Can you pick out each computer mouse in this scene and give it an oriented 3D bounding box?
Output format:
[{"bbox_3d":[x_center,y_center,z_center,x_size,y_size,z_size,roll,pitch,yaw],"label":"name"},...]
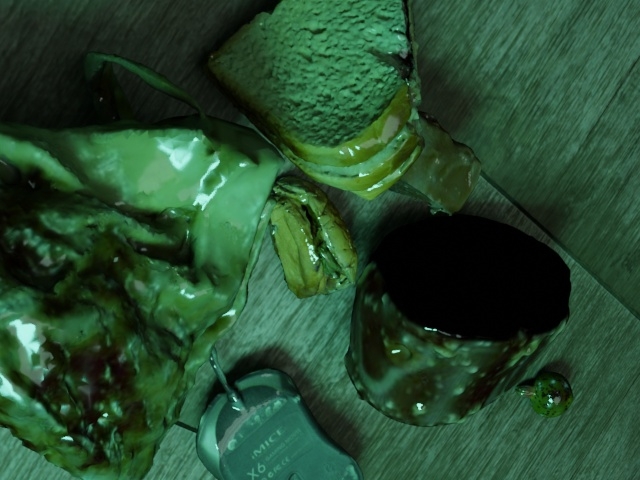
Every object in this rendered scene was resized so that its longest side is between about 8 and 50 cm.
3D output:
[{"bbox_3d":[-0.071,0.262,1.221,0.167,0.090,0.379,-38,119,-21],"label":"computer mouse"}]

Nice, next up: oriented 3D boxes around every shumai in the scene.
[{"bbox_3d":[-0.197,0.001,0.866,0.348,0.395,0.395,-39,125,-11],"label":"shumai"}]

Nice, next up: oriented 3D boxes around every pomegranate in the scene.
[{"bbox_3d":[0.359,0.240,1.498,0.084,0.073,0.073,35,89,-22],"label":"pomegranate"}]

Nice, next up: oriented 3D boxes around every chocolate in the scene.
[{"bbox_3d":[0.081,-0.120,1.124,0.214,0.148,0.093,34,84,-40],"label":"chocolate"},{"bbox_3d":[0.167,0.117,1.224,0.340,0.225,0.210,-17,137,-47],"label":"chocolate"}]

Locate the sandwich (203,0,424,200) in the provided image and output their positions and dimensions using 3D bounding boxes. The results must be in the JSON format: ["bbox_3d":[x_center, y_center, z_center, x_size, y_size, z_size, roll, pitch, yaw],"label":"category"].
[{"bbox_3d":[0.045,-0.204,0.990,0.288,0.254,0.099,-50,146,-2],"label":"sandwich"}]

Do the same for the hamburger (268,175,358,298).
[{"bbox_3d":[0.005,0.005,1.154,0.087,0.102,0.176,-33,124,-32],"label":"hamburger"}]
